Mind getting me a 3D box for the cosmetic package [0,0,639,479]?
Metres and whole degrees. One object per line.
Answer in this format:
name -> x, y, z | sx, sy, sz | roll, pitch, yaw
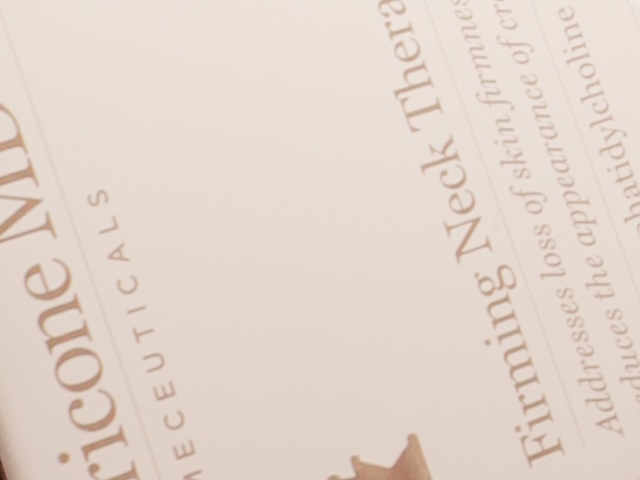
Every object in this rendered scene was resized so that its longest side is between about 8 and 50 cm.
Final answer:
cosmetic package -> 0.000, 0.000, 0.710 | 0.394, 0.327, 0.329 | -19, 87, -14
